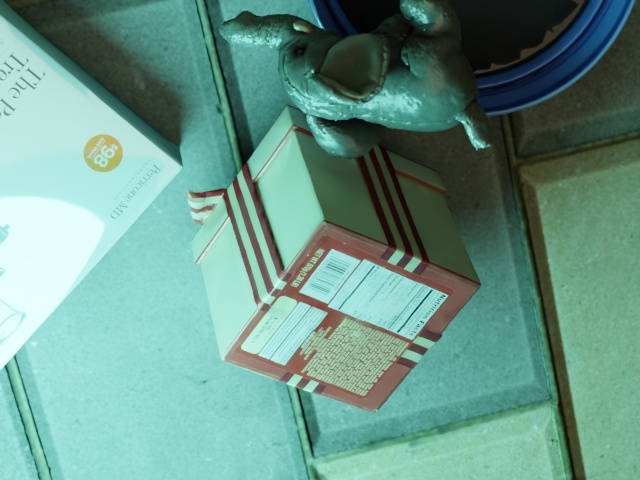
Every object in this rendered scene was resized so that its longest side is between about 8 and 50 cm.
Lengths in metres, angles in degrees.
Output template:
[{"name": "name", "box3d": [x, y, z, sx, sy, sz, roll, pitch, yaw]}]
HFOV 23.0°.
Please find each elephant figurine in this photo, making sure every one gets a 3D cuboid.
[{"name": "elephant figurine", "box3d": [0.035, -0.172, 1.685, 0.239, 0.186, 0.169, -17, 116, -4]}]

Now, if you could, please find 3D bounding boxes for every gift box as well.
[{"name": "gift box", "box3d": [0.000, 0.000, 1.809, 0.276, 0.258, 0.255, 28, 116, -29]}]

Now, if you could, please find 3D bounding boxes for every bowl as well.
[{"name": "bowl", "box3d": [0.169, -0.336, 1.763, 0.391, 0.077, 0.391, -2, 110, -5]}]

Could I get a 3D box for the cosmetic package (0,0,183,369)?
[{"name": "cosmetic package", "box3d": [-0.391, -0.049, 1.851, 0.284, 0.097, 0.377, 39, 99, -20]}]
